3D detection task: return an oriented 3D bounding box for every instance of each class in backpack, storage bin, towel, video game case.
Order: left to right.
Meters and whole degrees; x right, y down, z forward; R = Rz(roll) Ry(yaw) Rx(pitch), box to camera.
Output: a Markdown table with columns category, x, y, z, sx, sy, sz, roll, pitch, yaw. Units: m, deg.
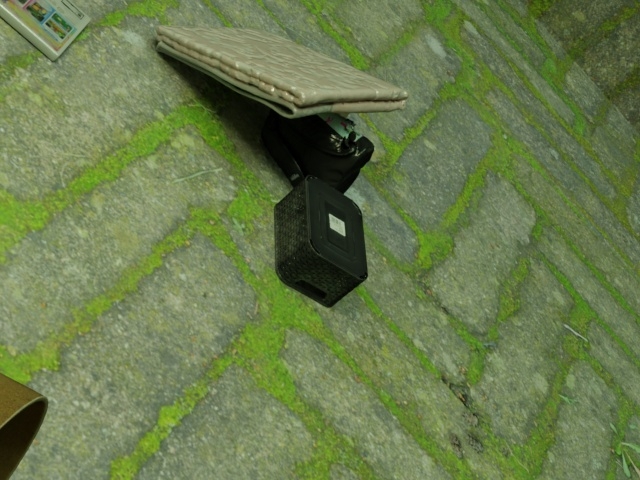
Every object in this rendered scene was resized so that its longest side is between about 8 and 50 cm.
| category | x | y | z | sx | sy | sz | roll | pitch | yaw |
| --- | --- | --- | --- | --- | --- | --- | --- | --- | --- |
| video game case | -0.431 | -0.352 | 1.789 | 0.157 | 0.019 | 0.143 | 42 | 32 | -15 |
| towel | -0.065 | -0.284 | 2.005 | 0.332 | 0.053 | 0.317 | 29 | 23 | 29 |
| backpack | -0.011 | -0.165 | 2.025 | 0.182 | 0.152 | 0.115 | 44 | 23 | 15 |
| storage bin | 0.000 | 0.000 | 1.894 | 0.122 | 0.084 | 0.180 | 31 | 36 | -29 |

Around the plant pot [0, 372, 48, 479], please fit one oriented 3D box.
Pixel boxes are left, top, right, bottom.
| category | x | y | z | sx | sy | sz | roll | pitch | yaw |
| --- | --- | --- | --- | --- | --- | --- | --- | --- | --- |
| plant pot | -0.416 | 0.162 | 1.066 | 0.254 | 0.237 | 0.237 | 36 | 30 | 3 |

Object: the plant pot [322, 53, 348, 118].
| category | x | y | z | sx | sy | sz | roll | pitch | yaw |
| --- | --- | --- | --- | --- | --- | --- | --- | --- | --- |
| plant pot | 0.006 | -0.277 | 2.196 | 0.109 | 0.096 | 0.109 | 15 | 45 | -43 |
